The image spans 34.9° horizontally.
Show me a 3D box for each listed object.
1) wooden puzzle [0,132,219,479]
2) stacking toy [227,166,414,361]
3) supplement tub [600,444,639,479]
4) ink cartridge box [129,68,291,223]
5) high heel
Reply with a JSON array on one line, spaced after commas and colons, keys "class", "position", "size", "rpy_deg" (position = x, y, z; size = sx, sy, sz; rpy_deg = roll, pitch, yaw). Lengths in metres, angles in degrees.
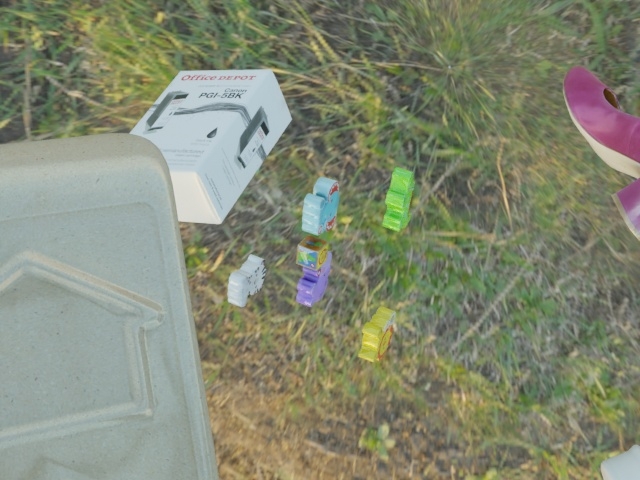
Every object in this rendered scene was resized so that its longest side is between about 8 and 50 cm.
[{"class": "wooden puzzle", "position": [-0.219, 0.128, 0.547], "size": [0.322, 0.080, 0.347], "rpy_deg": [-9, 86, -23]}, {"class": "stacking toy", "position": [0.000, 0.000, 0.970], "size": [0.167, 0.052, 0.221], "rpy_deg": [21, 127, 19]}, {"class": "supplement tub", "position": [0.314, 0.153, 0.551], "size": [0.272, 0.191, 0.191], "rpy_deg": [-22, 96, 7]}, {"class": "ink cartridge box", "position": [-0.099, -0.080, 0.835], "size": [0.099, 0.135, 0.056], "rpy_deg": [4, 135, 29]}, {"class": "high heel", "position": [0.319, -0.114, 0.997], "size": [0.117, 0.244, 0.082], "rpy_deg": [-34, 126, 22]}]
